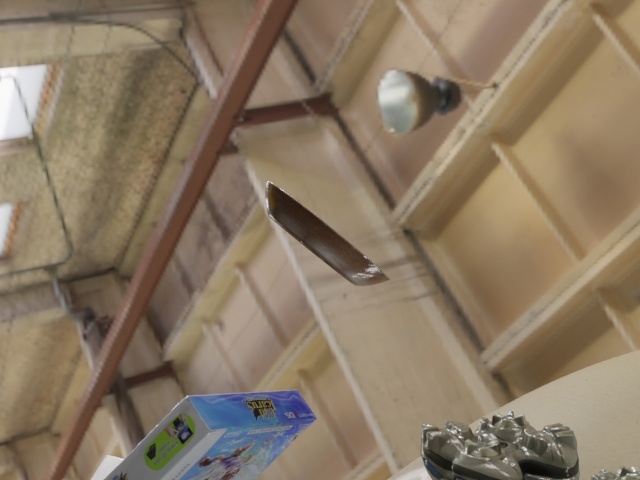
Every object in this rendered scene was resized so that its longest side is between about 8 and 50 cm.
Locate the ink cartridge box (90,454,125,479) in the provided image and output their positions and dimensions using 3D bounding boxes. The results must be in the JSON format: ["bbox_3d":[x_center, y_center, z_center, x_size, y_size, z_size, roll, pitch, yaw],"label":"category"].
[{"bbox_3d":[-0.319,0.450,1.520,0.092,0.218,0.159,15,-54,11],"label":"ink cartridge box"}]

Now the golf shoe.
[{"bbox_3d":[0.092,0.122,0.373,0.176,0.069,0.086,-162,-111,-75],"label":"golf shoe"}]

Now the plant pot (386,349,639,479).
[{"bbox_3d":[0.184,0.185,0.644,0.256,0.274,0.256,20,-55,32],"label":"plant pot"}]

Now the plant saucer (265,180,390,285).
[{"bbox_3d":[0.000,0.000,1.299,0.036,0.198,0.198,-52,-138,-1],"label":"plant saucer"}]

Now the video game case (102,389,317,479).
[{"bbox_3d":[-0.162,0.302,1.392,0.244,0.269,0.061,-45,-115,18],"label":"video game case"}]
